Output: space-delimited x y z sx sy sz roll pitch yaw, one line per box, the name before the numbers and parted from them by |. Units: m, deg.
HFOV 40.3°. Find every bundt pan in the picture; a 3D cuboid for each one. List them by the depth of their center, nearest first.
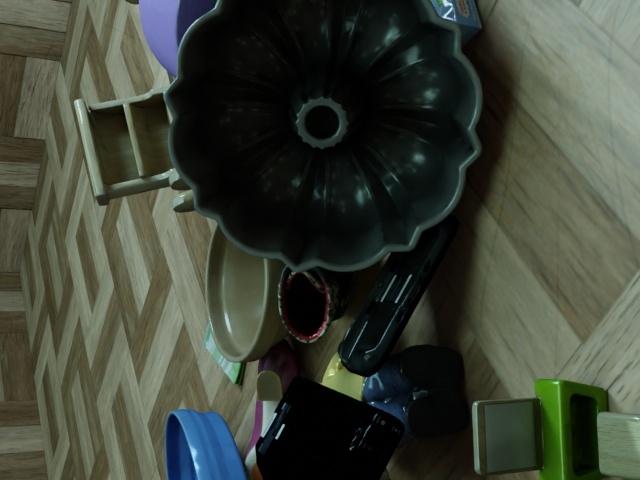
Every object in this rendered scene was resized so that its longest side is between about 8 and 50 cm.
bundt pan | 0.006 -0.137 0.945 0.124 0.331 0.331 -79 1 -72

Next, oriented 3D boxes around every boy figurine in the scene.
boy figurine | 0.056 0.205 1.038 0.285 0.092 0.177 -34 59 58

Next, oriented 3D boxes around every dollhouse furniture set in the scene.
dollhouse furniture set | 0.241 0.199 0.620 0.301 0.151 0.197 -13 76 61
dollhouse furniture set | -0.246 -0.210 1.315 0.394 0.256 0.362 120 135 -75

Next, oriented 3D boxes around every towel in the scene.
towel | -0.166 0.172 1.530 0.152 0.023 0.113 38 122 57

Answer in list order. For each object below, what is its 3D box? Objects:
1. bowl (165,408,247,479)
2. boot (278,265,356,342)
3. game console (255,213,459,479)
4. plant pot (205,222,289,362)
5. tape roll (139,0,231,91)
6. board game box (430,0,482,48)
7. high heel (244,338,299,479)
bowl | -0.171 0.458 1.383 0.391 0.077 0.391 173 90 -71
boot | 0.002 0.001 1.074 0.178 0.085 0.236 -39 -50 -77
game console | 0.052 0.126 0.925 0.361 0.044 0.213 -60 22 -11
plant pot | -0.080 0.061 1.286 0.237 0.109 0.237 -13 75 62
tape roll | -0.070 -0.285 1.022 0.090 0.275 0.275 40 124 37
board game box | 0.102 -0.256 1.044 0.211 0.039 0.160 -44 50 52
high heel | -0.066 0.273 1.310 0.117 0.082 0.244 -62 -31 -68
